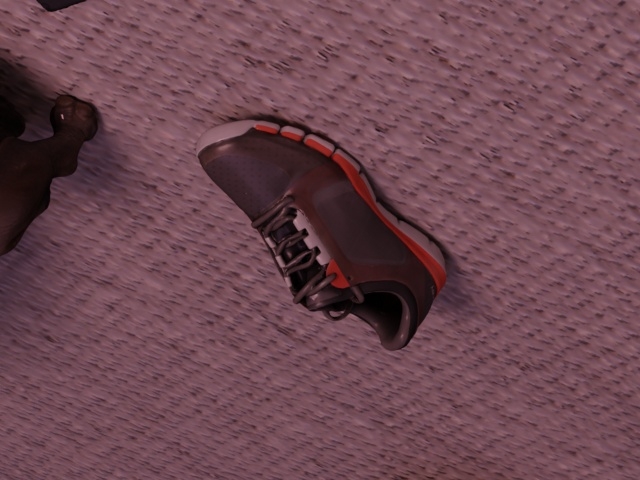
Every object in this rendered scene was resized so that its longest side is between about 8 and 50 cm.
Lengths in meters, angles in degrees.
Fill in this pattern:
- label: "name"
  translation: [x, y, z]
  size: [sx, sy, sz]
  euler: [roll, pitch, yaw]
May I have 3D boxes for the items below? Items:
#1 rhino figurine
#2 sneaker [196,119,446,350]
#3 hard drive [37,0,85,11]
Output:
- label: "rhino figurine"
  translation: [-0.230, -0.078, 0.965]
  size: [0.243, 0.106, 0.073]
  euler: [34, 141, -21]
- label: "sneaker"
  translation: [0.000, 0.000, 0.997]
  size: [0.158, 0.065, 0.061]
  euler: [35, 142, -22]
- label: "hard drive"
  translation: [-0.129, -0.162, 0.878]
  size: [0.094, 0.022, 0.135]
  euler: [-13, 134, 37]
